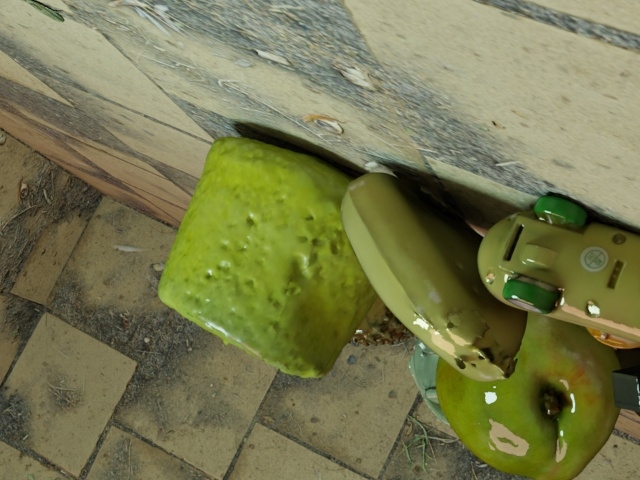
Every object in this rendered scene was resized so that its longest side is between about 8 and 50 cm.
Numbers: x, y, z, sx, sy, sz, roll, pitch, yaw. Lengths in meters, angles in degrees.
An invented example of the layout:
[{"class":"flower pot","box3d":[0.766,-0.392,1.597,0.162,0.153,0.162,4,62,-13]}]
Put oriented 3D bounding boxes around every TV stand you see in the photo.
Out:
[{"class":"TV stand","box3d":[0.444,0.144,1.227,0.256,0.040,0.049,-8,-177,-21]}]

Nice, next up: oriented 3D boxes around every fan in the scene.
[{"class":"fan","box3d":[-0.384,-0.323,1.540,0.060,0.003,0.080,27,174,-11]}]

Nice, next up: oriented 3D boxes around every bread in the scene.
[{"class":"bread","box3d":[-0.055,0.030,1.692,0.348,0.307,0.348,23,175,2]}]

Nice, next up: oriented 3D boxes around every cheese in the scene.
[{"class":"cheese","box3d":[0.158,0.056,1.418,0.259,0.128,0.316,20,-154,-35]}]

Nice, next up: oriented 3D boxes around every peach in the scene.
[{"class":"peach","box3d":[0.338,0.241,1.841,0.281,0.314,0.315,6,-164,-16]}]

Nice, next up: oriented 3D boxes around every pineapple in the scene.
[{"class":"pineapple","box3d":[0.151,0.117,2.168,0.202,0.202,0.362,21,-177,39]}]

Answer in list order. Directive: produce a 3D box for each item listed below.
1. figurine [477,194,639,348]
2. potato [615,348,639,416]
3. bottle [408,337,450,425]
[{"class":"figurine","box3d":[0.330,0.058,1.259,0.324,0.124,0.222,19,171,25]},{"class":"potato","box3d":[0.600,0.257,1.804,0.269,0.112,0.255,23,172,15]},{"class":"bottle","box3d":[0.316,0.259,2.138,0.229,0.229,0.352,20,-178,44]}]
